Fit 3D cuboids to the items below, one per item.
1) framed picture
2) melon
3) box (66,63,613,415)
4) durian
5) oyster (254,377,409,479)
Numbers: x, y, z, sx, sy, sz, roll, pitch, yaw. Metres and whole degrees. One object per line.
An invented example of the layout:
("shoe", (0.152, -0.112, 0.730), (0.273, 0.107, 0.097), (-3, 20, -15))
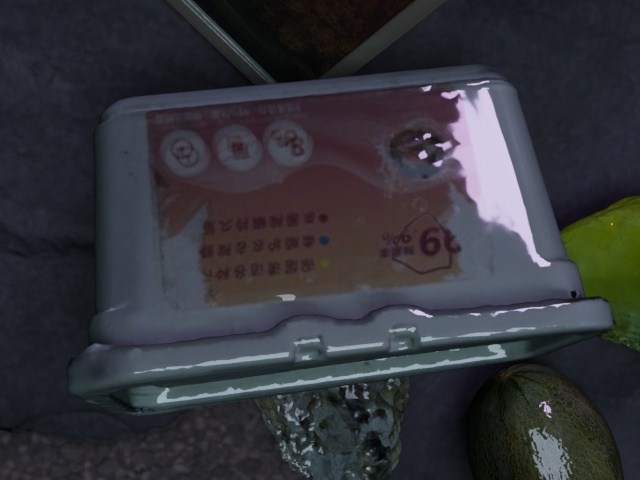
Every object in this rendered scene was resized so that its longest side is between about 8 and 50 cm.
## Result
("framed picture", (-0.051, -0.200, 0.500), (0.250, 0.016, 0.184), (43, 138, -17))
("melon", (0.176, 0.176, 0.644), (0.114, 0.114, 0.167), (-23, 107, -1))
("box", (0.000, 0.000, 0.533), (0.311, 0.175, 0.182), (-7, 75, -6))
("durian", (0.285, 0.036, 0.625), (0.250, 0.101, 0.139), (26, 101, -14))
("oyster", (0.012, 0.125, 0.637), (0.125, 0.064, 0.177), (-42, 105, 9))
